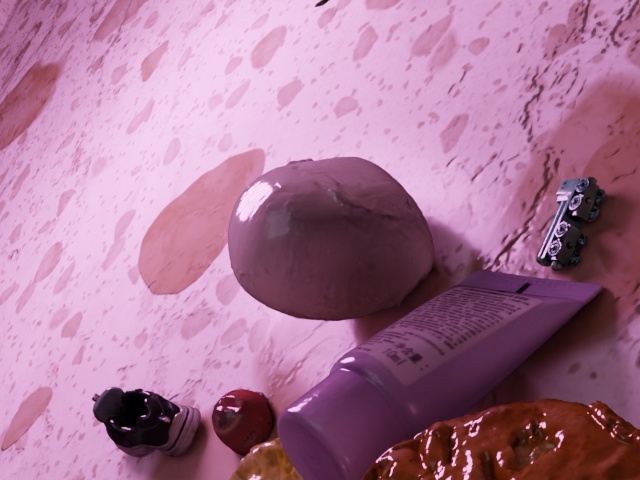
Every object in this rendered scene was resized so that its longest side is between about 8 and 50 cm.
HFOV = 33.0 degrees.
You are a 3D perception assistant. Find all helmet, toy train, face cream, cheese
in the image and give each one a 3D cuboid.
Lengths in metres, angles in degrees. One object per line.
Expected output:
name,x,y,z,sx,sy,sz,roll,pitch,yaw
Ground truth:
helmet,-0.089,0.182,1.131,0.065,0.049,0.084,-52,31,4
toy train,0.215,-0.015,0.944,0.045,0.029,0.092,-2,58,62
face cream,0.092,0.099,0.884,0.274,0.096,0.154,-34,19,-28
cheese,0.000,0.000,1.085,0.198,0.189,0.154,-133,49,-60

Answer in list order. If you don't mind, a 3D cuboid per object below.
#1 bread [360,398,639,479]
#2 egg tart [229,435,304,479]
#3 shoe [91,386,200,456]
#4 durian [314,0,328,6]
bread,0.150,0.189,0.694,0.260,0.160,0.147,-11,30,42
egg tart,-0.025,0.251,0.921,0.291,0.107,0.291,-33,36,28
shoe,-0.216,0.200,1.236,0.169,0.099,0.071,-8,55,51
durian,0.102,-0.447,1.456,0.132,0.106,0.375,-3,55,49
